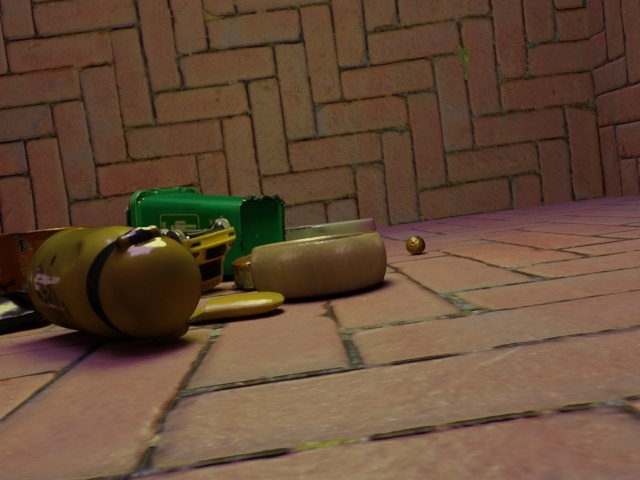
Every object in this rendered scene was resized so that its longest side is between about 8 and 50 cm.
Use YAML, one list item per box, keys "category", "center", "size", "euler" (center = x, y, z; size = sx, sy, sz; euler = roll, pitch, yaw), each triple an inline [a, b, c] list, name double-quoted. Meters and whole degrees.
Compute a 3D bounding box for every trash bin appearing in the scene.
- category: "trash bin"
  center: [-0.288, -0.014, 1.636]
  size: [0.382, 0.258, 0.295]
  euler: [2, 8, 30]

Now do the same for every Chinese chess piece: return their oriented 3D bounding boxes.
- category: "Chinese chess piece"
  center: [-0.004, 0.043, 1.126]
  size: [0.250, 0.102, 0.250]
  euler: [-8, 1, 0]

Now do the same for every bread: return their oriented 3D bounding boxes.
- category: "bread"
  center: [-0.119, 0.063, 1.317]
  size: [0.140, 0.069, 0.128]
  euler: [-10, 5, -25]

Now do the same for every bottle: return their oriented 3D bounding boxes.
- category: "bottle"
  center: [-0.299, 0.063, 0.901]
  size: [0.172, 0.171, 0.351]
  euler: [-10, 6, -37]

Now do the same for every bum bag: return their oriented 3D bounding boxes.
- category: "bum bag"
  center: [-0.618, 0.134, 1.120]
  size: [0.327, 0.079, 0.142]
  euler: [-11, 1, -36]

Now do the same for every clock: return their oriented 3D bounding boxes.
- category: "clock"
  center: [0.000, 0.000, 1.852]
  size: [0.339, 0.102, 0.338]
  euler: [-7, 3, 0]

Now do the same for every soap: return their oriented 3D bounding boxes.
- category: "soap"
  center: [-0.140, 0.103, 0.959]
  size: [0.169, 0.033, 0.089]
  euler: [-9, 1, -3]

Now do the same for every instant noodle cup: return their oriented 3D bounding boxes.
- category: "instant noodle cup"
  center: [-0.602, 0.067, 1.336]
  size: [0.231, 0.182, 0.230]
  euler: [-8, 3, 0]

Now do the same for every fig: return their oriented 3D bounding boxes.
- category: "fig"
  center: [0.245, 0.016, 1.578]
  size: [0.050, 0.050, 0.083]
  euler: [-7, -16, 14]

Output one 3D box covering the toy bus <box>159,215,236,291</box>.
- category: "toy bus"
  center: [-0.328, 0.046, 1.390]
  size: [0.330, 0.151, 0.144]
  euler: [-7, 8, 43]
